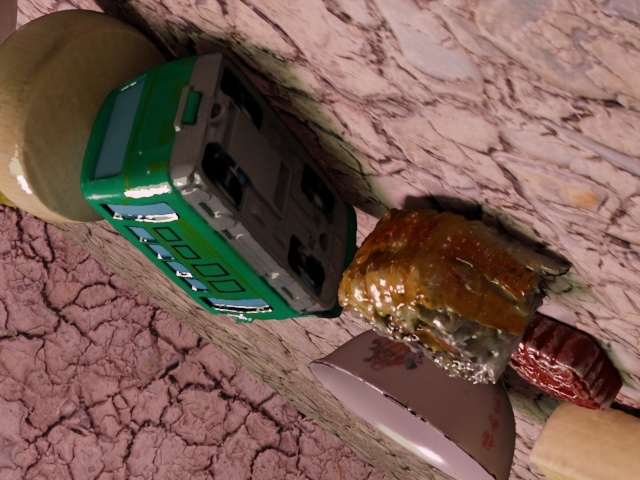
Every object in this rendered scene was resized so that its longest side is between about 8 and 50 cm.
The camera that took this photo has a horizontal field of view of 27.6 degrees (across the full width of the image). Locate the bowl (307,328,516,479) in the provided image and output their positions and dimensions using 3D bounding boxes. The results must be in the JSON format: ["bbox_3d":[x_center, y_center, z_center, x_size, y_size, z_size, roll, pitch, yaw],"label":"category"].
[{"bbox_3d":[0.165,0.214,1.871,0.345,0.157,0.345,34,167,9],"label":"bowl"}]

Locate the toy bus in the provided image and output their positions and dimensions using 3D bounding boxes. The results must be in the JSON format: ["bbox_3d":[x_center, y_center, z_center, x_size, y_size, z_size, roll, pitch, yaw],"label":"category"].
[{"bbox_3d":[-0.118,-0.043,1.504,0.199,0.183,0.343,-9,143,27],"label":"toy bus"}]

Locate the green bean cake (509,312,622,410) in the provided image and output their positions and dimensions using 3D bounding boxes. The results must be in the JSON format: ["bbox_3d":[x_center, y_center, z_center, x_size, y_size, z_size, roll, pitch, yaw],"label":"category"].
[{"bbox_3d":[0.280,0.144,1.557,0.135,0.056,0.135,25,164,42],"label":"green bean cake"}]

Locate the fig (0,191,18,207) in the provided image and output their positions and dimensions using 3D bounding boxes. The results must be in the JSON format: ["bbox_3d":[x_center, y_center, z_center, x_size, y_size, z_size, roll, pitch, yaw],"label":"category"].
[{"bbox_3d":[-0.469,-0.137,2.182,0.191,0.181,0.181,15,175,-21],"label":"fig"}]

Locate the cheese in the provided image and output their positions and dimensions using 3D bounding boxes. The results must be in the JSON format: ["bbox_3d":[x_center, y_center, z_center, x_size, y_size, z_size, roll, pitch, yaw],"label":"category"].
[{"bbox_3d":[0.433,0.321,1.658,0.242,0.124,0.265,45,166,-21],"label":"cheese"}]

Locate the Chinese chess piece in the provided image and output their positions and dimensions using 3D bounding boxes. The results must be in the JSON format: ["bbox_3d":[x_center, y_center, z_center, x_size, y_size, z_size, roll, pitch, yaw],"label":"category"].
[{"bbox_3d":[-0.282,-0.143,1.516,0.101,0.250,0.250,21,161,38],"label":"Chinese chess piece"}]

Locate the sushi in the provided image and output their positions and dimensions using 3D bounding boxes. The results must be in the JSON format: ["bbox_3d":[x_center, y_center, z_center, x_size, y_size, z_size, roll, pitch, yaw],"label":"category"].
[{"bbox_3d":[0.139,0.058,1.420,0.184,0.139,0.274,38,167,-19],"label":"sushi"}]

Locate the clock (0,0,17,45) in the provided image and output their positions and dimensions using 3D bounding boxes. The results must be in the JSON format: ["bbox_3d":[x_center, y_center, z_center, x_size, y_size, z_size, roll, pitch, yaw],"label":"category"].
[{"bbox_3d":[-0.483,-0.283,1.577,0.083,0.230,0.230,15,157,45],"label":"clock"}]
